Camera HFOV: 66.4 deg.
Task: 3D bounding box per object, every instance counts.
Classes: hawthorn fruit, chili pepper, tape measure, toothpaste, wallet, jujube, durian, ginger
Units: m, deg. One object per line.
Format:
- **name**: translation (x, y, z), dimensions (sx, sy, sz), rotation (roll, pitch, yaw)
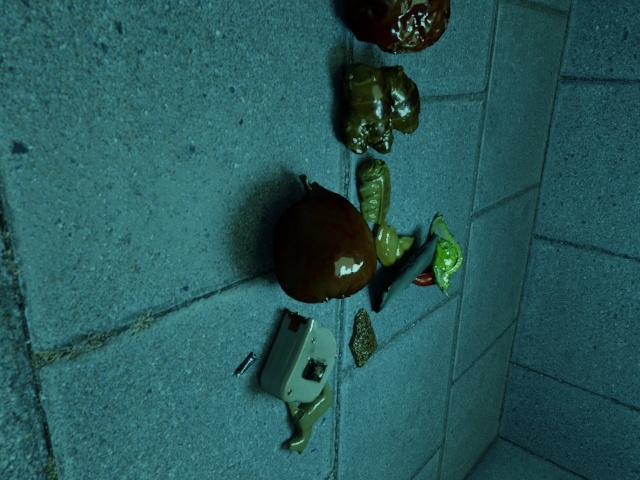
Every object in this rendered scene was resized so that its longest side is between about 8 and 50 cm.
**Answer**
- **hawthorn fruit**: translation (0.005, 0.022, 1.360), dimensions (0.308, 0.325, 0.308), rotation (-13, 147, -8)
- **chili pepper**: translation (0.526, 0.119, 2.174), dimensions (0.368, 0.091, 0.137), rotation (-39, 125, -38)
- **tape measure**: translation (-0.056, 0.369, 1.524), dimensions (0.265, 0.130, 0.258), rotation (33, 76, -51)
- **toothpaste**: translation (-0.215, 0.360, 1.412), dimensions (0.083, 0.019, 0.027), rotation (-46, 111, -31)
- **wallet**: translation (0.342, 0.129, 1.925), dimensions (0.379, 0.046, 0.191), rotation (-38, 153, -33)
- **jujube**: translation (0.238, -0.678, 1.397), dimensions (0.377, 0.276, 0.277), rotation (-37, 131, -53)
- **durian**: translation (0.530, 0.070, 2.080), dimensions (0.132, 0.106, 0.376), rotation (1, 82, -27)
- **ginger**: translation (0.192, -0.400, 1.515), dimensions (0.357, 0.152, 0.275), rotation (-14, 115, -46)

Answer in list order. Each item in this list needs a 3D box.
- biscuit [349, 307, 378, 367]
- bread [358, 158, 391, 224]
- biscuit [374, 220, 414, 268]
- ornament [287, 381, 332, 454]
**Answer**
- **biscuit**: translation (0.161, 0.377, 1.873), dimensions (0.131, 0.026, 0.237), rotation (-48, 137, -31)
- **bread**: translation (0.192, -0.164, 1.665), dimensions (0.128, 0.088, 0.232), rotation (-34, 133, -29)
- **biscuit**: translation (0.277, 0.029, 1.870), dimensions (0.299, 0.045, 0.154), rotation (23, 87, -52)
- **ornament**: translation (-0.044, 0.595, 1.674), dimensions (0.230, 0.061, 0.245), rotation (-38, 127, -34)
